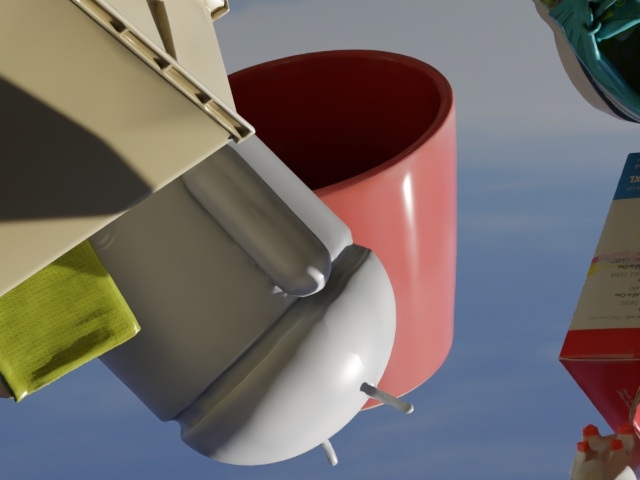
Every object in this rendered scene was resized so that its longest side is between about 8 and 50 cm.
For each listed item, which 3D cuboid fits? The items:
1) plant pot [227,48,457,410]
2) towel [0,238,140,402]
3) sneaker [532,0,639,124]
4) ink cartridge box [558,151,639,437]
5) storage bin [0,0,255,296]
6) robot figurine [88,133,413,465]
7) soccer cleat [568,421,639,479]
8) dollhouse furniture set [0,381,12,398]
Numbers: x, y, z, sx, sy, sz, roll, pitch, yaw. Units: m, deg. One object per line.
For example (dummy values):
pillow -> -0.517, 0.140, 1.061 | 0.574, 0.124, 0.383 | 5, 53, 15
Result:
plant pot -> 0.000, 0.000, 1.701 | 0.275, 0.243, 0.275 | -10, -149, 6
towel -> -0.210, -0.007, 1.255 | 0.102, 0.237, 0.021 | -28, -150, -1
sneaker -> 0.197, -0.192, 1.409 | 0.107, 0.275, 0.110 | -39, -158, 2
ink cartridge box -> 0.245, 0.064, 1.380 | 0.078, 0.134, 0.231 | -3, -129, 38
storage bin -> -0.218, -0.091, 1.058 | 0.262, 0.123, 0.260 | -32, 137, 18
robot figurine -> -0.087, 0.024, 1.448 | 0.200, 0.353, 0.300 | -46, -178, -24
soccer cleat -> 0.174, 0.190, 1.297 | 0.068, 0.076, 0.196 | -5, -162, 32
dollhouse furniture set -> -0.311, -0.005, 1.634 | 0.303, 0.174, 0.355 | 3, -141, 44
